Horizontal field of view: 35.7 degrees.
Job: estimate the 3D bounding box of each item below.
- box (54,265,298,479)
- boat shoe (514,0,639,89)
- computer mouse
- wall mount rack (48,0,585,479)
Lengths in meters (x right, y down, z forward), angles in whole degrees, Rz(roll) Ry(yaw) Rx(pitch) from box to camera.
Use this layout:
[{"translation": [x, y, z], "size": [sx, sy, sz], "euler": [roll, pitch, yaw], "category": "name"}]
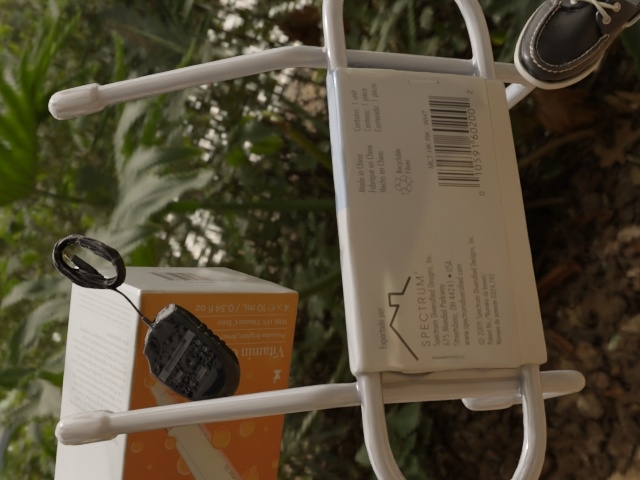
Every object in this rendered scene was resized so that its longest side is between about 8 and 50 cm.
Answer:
[{"translation": [-0.176, 0.212, 1.176], "size": [0.168, 0.215, 0.345], "euler": [14, 99, 50], "category": "box"}, {"translation": [0.153, -0.129, 0.536], "size": [0.125, 0.046, 0.038], "euler": [-39, -10, -22], "category": "boat shoe"}, {"translation": [-0.172, 0.074, 0.994], "size": [0.071, 0.242, 0.041], "euler": [-53, -14, 17], "category": "computer mouse"}, {"translation": [0.000, 0.000, 0.600], "size": [0.130, 0.304, 0.350], "euler": [144, 124, -65], "category": "wall mount rack"}]
